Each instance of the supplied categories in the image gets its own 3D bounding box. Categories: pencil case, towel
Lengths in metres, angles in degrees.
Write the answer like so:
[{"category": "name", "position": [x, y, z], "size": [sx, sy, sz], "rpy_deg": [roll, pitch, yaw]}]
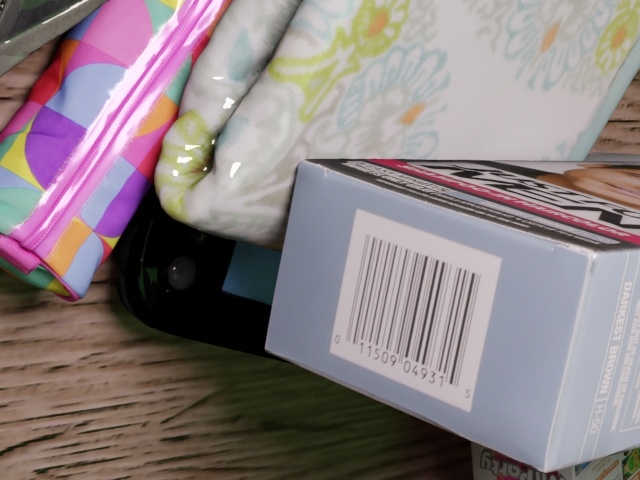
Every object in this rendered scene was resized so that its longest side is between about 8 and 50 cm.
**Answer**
[{"category": "pencil case", "position": [-0.109, -0.082, 0.869], "size": [0.236, 0.104, 0.104], "rpy_deg": [-57, 137, -7]}, {"category": "towel", "position": [0.091, -0.148, 0.914], "size": [0.320, 0.090, 0.374], "rpy_deg": [18, 104, -54]}]

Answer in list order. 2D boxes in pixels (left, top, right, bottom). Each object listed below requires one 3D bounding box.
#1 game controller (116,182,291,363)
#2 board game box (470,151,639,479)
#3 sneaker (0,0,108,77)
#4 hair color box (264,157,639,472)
[{"category": "game controller", "position": [0.000, 0.000, 1.039], "size": [0.319, 0.067, 0.166], "rpy_deg": [18, 97, -47]}, {"category": "board game box", "position": [0.207, 0.108, 1.202], "size": [0.224, 0.097, 0.303], "rpy_deg": [-28, 117, -47]}, {"category": "sneaker", "position": [-0.173, -0.158, 0.779], "size": [0.227, 0.087, 0.130], "rpy_deg": [-41, 139, -15]}, {"category": "hair color box", "position": [0.166, 0.026, 0.898], "size": [0.374, 0.185, 0.114], "rpy_deg": [-2, 107, -50]}]
